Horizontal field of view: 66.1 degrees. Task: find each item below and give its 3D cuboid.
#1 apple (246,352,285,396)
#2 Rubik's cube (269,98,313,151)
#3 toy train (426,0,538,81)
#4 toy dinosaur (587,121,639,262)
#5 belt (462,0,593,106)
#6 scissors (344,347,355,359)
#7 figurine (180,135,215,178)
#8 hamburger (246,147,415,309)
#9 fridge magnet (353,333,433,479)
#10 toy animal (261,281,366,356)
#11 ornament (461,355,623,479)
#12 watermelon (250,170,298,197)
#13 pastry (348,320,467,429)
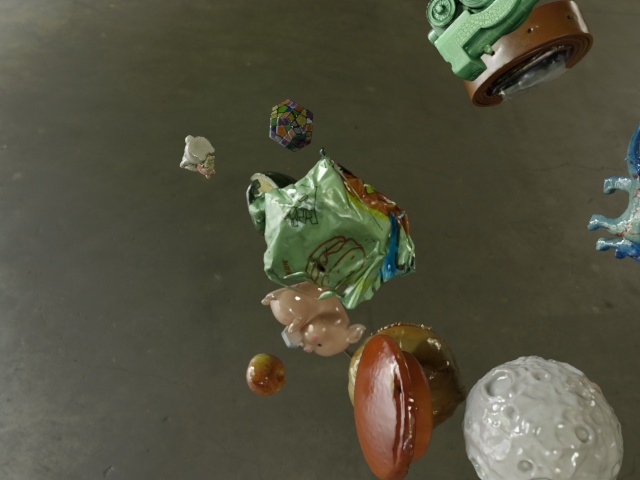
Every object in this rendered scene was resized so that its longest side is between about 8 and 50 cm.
[{"bbox_3d":[-0.164,0.406,1.493,0.101,0.126,0.126,-5,39,31],"label":"apple"},{"bbox_3d":[-0.063,-0.249,1.069,0.093,0.111,0.111,4,47,-6],"label":"Rubik's cube"},{"bbox_3d":[0.206,-0.284,0.576,0.071,0.178,0.105,-6,63,-46],"label":"toy train"},{"bbox_3d":[0.452,-0.019,0.696,0.076,0.144,0.329,-30,100,-21],"label":"toy dinosaur"},{"bbox_3d":[0.438,-0.394,1.062,0.183,0.261,0.105,4,64,-43],"label":"belt"},{"bbox_3d":[0.060,0.336,1.672,0.022,0.300,0.109,-15,34,38],"label":"scissors"},{"bbox_3d":[-0.330,-0.206,1.309,0.081,0.146,0.098,-27,82,-28],"label":"figurine"},{"bbox_3d":[-0.002,0.007,0.806,0.275,0.261,0.151,-18,32,40],"label":"hamburger"},{"bbox_3d":[0.177,0.429,1.285,0.155,0.364,0.364,2,47,-13],"label":"fridge magnet"},{"bbox_3d":[-0.023,0.236,1.480,0.212,0.195,0.256,-26,84,-26],"label":"toy animal"},{"bbox_3d":[0.489,0.441,1.102,0.336,0.337,0.337,4,47,-4],"label":"ornament"},{"bbox_3d":[-0.084,-0.084,1.309,0.123,0.129,0.301,-13,64,-54],"label":"watermelon"},{"bbox_3d":[0.287,0.459,1.654,0.408,0.410,0.245,5,25,-3],"label":"pastry"}]
